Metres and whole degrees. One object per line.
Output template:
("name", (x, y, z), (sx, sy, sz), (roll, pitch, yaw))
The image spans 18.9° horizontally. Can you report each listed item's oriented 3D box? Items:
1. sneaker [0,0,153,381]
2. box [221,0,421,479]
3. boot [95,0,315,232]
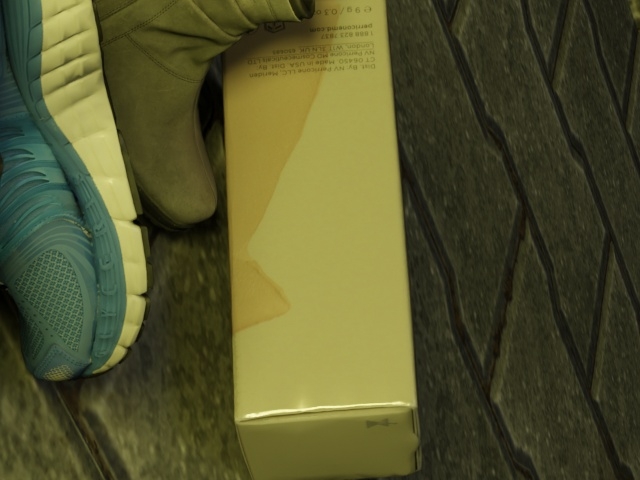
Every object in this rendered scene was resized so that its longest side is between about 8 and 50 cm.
("sneaker", (-0.178, -0.051, 0.981), (0.130, 0.147, 0.330), (-118, -166, -48))
("box", (0.000, 0.000, 1.335), (0.148, 0.121, 0.311), (82, 4, -64))
("boot", (-0.075, -0.127, 1.214), (0.083, 0.161, 0.246), (-62, 134, -60))
